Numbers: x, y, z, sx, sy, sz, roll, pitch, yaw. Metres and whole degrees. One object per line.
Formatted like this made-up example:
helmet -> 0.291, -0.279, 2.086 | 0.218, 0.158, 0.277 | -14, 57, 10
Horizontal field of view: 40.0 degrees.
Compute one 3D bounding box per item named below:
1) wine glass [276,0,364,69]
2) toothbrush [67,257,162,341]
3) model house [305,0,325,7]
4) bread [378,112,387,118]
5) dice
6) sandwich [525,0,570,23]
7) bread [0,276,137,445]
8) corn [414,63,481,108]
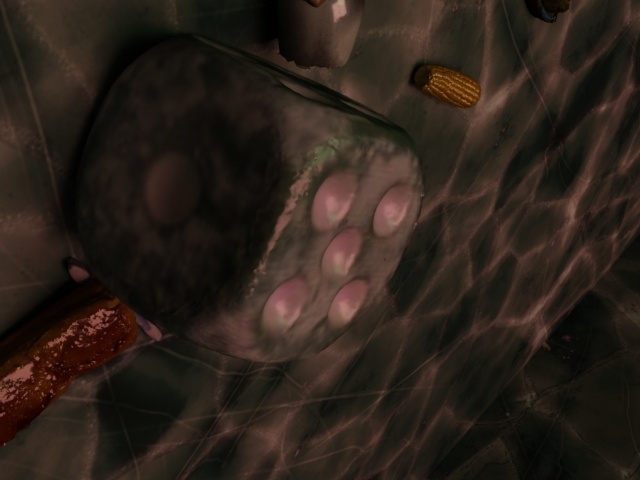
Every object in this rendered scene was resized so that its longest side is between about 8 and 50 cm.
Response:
wine glass -> 0.006, -0.365, 1.208 | 0.126, 0.126, 0.241 | -23, 132, -45
toothbrush -> -0.295, 0.093, 1.283 | 0.021, 0.027, 0.269 | -21, 148, 7
model house -> -0.034, -0.448, 0.939 | 0.245, 0.280, 0.312 | 29, 99, -47
bread -> 0.089, -0.145, 1.589 | 0.103, 0.065, 0.187 | -44, 148, -20
dice -> -0.085, -0.058, 1.152 | 0.348, 0.328, 0.330 | 3, 116, -56
sandwich -> 0.480, -0.539, 1.778 | 0.159, 0.079, 0.235 | -38, 144, -31
bread -> -0.369, 0.170, 1.181 | 0.271, 0.077, 0.139 | -37, 145, -22
corn -> 0.245, -0.294, 1.675 | 0.206, 0.067, 0.067 | 3, 115, -53
